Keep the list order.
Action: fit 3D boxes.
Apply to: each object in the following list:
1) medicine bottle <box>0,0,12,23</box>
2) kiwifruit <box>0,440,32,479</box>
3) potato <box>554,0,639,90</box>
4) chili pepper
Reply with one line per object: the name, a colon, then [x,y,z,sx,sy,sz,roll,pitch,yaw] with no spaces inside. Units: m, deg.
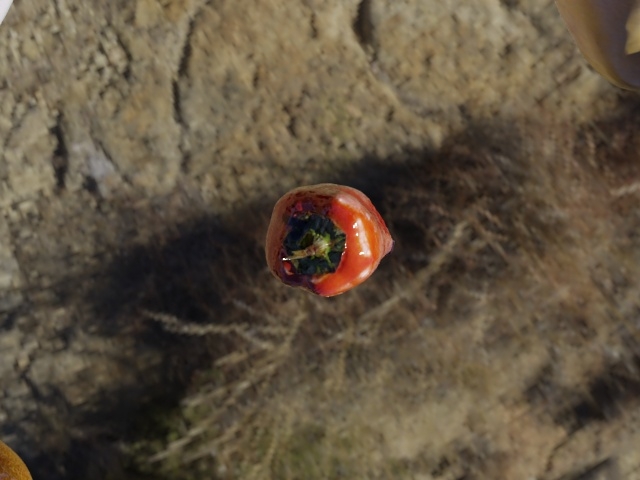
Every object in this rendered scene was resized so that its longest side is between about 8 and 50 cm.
medicine bottle: [-0.212,-0.114,0.431,0.202,0.316,0.202,0,99,0]
kiwifruit: [-0.293,0.190,1.187,0.124,0.075,0.075,41,107,-11]
potato: [0.091,-0.084,0.388,0.062,0.068,0.083,-30,121,-17]
chili pepper: [0.000,0.000,1.083,0.086,0.192,0.084,-8,96,16]
